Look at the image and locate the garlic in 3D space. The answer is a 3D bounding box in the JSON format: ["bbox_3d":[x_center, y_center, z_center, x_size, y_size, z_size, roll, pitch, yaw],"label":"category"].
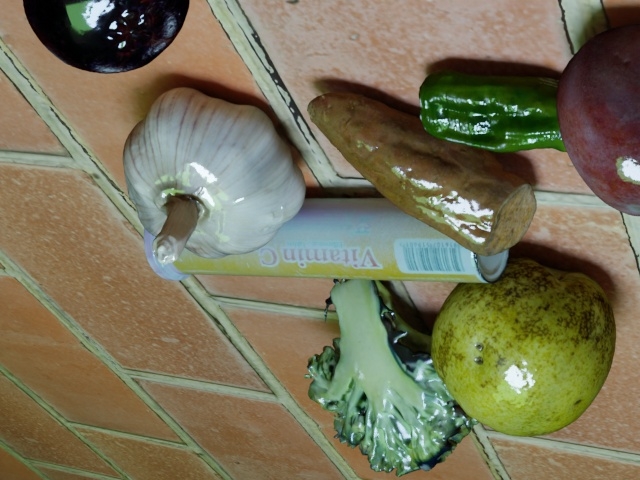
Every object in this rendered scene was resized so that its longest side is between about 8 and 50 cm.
[{"bbox_3d":[-0.124,-0.033,1.301,0.199,0.226,0.199,6,127,9],"label":"garlic"}]

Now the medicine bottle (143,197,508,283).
[{"bbox_3d":[0.000,0.000,1.426,0.426,0.108,0.108,2,148,32],"label":"medicine bottle"}]

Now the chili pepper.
[{"bbox_3d":[0.183,-0.114,1.126,0.204,0.073,0.072,8,137,20],"label":"chili pepper"}]

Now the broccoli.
[{"bbox_3d":[0.114,0.148,1.627,0.242,0.273,0.180,-16,-178,37],"label":"broccoli"}]

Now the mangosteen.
[{"bbox_3d":[-0.190,-0.225,1.113,0.152,0.152,0.152,16,153,8],"label":"mangosteen"}]

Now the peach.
[{"bbox_3d":[0.257,-0.104,1.018,0.152,0.152,0.152,16,153,8],"label":"peach"}]

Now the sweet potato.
[{"bbox_3d":[0.100,-0.073,1.233,0.251,0.097,0.097,32,153,-5],"label":"sweet potato"}]

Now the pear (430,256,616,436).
[{"bbox_3d":[0.227,0.108,1.384,0.197,0.197,0.197,16,153,8],"label":"pear"}]
